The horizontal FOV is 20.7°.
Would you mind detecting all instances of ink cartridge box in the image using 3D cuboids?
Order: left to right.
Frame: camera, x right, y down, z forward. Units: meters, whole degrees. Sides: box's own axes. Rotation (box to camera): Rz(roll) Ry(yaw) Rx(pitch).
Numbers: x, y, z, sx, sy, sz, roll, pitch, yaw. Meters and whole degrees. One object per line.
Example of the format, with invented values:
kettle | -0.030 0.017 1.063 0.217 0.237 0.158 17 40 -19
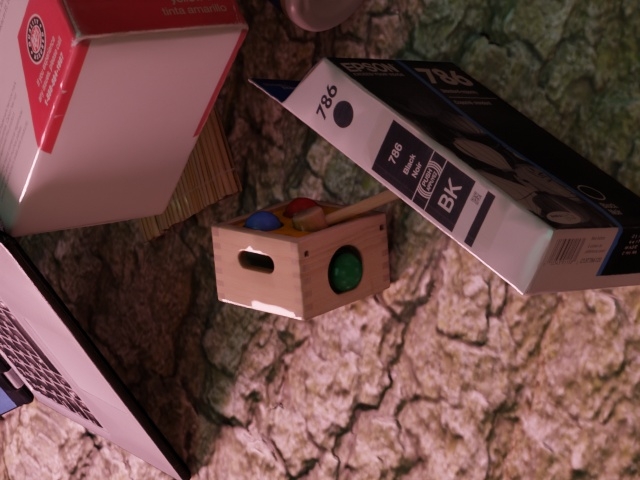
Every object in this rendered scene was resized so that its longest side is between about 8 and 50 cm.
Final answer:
ink cartridge box | -0.236 -0.242 1.554 0.385 0.160 0.279 65 148 26
ink cartridge box | 0.107 -0.072 1.389 0.332 0.165 0.065 38 118 35

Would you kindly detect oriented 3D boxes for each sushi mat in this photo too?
sushi mat | -0.172 -0.167 1.756 0.151 0.019 0.316 -29 72 42

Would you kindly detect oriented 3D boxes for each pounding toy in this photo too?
pounding toy | 0.000 0.000 1.535 0.141 0.130 0.100 11 112 43

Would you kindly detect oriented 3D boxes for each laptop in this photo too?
laptop | -0.404 0.138 1.713 0.408 0.382 0.236 22 63 41

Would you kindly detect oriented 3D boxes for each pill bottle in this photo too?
pill bottle | -0.037 -0.267 1.566 0.169 0.094 0.094 44 121 34

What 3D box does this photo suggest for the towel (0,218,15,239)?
towel | -0.471 -0.062 2.048 0.336 0.040 0.243 -16 80 42
